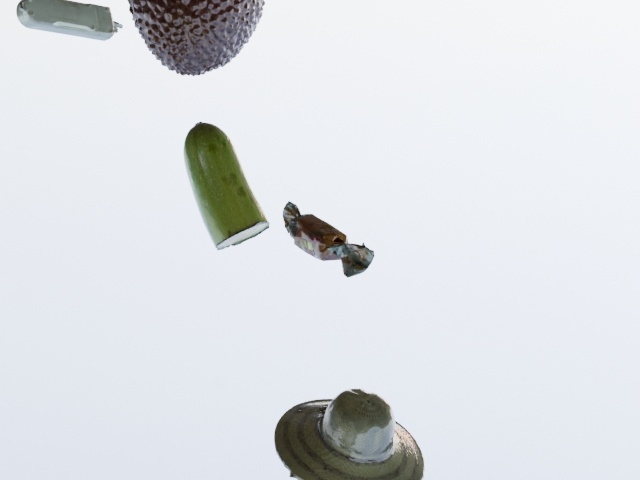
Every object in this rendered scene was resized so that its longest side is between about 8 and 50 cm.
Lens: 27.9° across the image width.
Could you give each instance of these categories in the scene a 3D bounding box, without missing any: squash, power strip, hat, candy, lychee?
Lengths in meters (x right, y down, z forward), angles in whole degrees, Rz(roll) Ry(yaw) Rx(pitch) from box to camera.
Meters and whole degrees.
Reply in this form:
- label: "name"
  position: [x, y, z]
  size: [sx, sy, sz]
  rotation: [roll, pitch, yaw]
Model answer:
- label: "squash"
  position: [-0.153, -0.087, 1.907]
  size: [0.095, 0.188, 0.095]
  rotation: [-25, 174, -3]
- label: "power strip"
  position: [-0.357, -0.319, 1.850]
  size: [0.030, 0.048, 0.191]
  rotation: [-21, 166, 39]
- label: "hat"
  position: [0.057, 0.291, 2.021]
  size: [0.252, 0.110, 0.252]
  rotation: [12, -150, -7]
- label: "candy"
  position: [0.000, 0.000, 1.742]
  size: [0.046, 0.053, 0.182]
  rotation: [-18, -147, -37]
- label: "lychee"
  position: [-0.165, -0.316, 1.699]
  size: [0.194, 0.195, 0.194]
  rotation: [-8, -156, 4]
